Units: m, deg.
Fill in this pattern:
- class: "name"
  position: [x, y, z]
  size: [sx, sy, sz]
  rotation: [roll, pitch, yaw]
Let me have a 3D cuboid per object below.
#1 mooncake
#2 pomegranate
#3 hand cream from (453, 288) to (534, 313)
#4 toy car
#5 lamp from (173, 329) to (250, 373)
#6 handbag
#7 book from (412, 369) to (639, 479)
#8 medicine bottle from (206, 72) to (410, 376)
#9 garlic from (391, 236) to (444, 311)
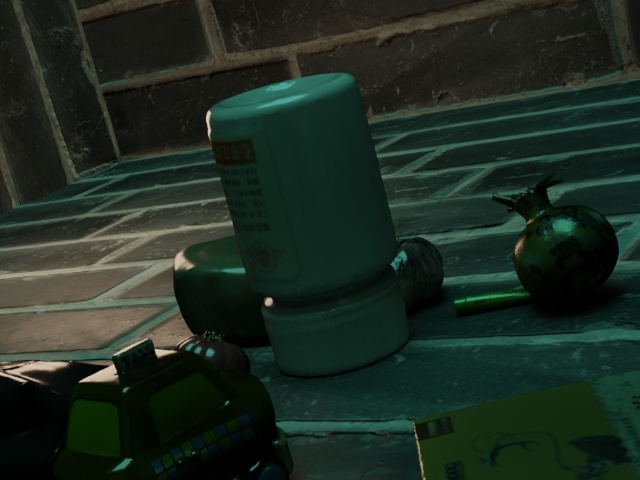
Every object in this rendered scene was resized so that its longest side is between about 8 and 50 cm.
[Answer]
- class: "mooncake"
  position: [-0.096, 0.066, 1.964]
  size: [0.274, 0.135, 0.275]
  rotation: [-11, 13, 3]
- class: "pomegranate"
  position: [0.318, 0.002, 1.692]
  size: [0.148, 0.169, 0.148]
  rotation: [-11, -25, -5]
- class: "hand cream"
  position: [0.245, 0.081, 1.752]
  size: [0.122, 0.023, 0.036]
  rotation: [-12, 13, 12]
- class: "toy car"
  position: [-0.161, 0.199, 1.322]
  size: [0.248, 0.198, 0.204]
  rotation: [-25, 15, -40]
- class: "lamp"
  position: [-0.146, 0.166, 1.678]
  size: [0.107, 0.092, 0.107]
  rotation: [14, -2, 0]
- class: "handbag"
  position: [-0.420, 0.225, 1.661]
  size: [0.342, 0.152, 0.288]
  rotation: [-10, 2, 17]
- class: "book"
  position: [0.285, 0.194, 1.177]
  size: [0.388, 0.032, 0.269]
  rotation: [-13, 18, 2]
- class: "medicine bottle"
  position: [-0.011, -0.023, 1.704]
  size: [0.211, 0.372, 0.211]
  rotation: [-13, 14, 3]
- class: "garlic"
  position: [0.112, 0.045, 1.877]
  size: [0.147, 0.102, 0.159]
  rotation: [-8, 14, 32]
